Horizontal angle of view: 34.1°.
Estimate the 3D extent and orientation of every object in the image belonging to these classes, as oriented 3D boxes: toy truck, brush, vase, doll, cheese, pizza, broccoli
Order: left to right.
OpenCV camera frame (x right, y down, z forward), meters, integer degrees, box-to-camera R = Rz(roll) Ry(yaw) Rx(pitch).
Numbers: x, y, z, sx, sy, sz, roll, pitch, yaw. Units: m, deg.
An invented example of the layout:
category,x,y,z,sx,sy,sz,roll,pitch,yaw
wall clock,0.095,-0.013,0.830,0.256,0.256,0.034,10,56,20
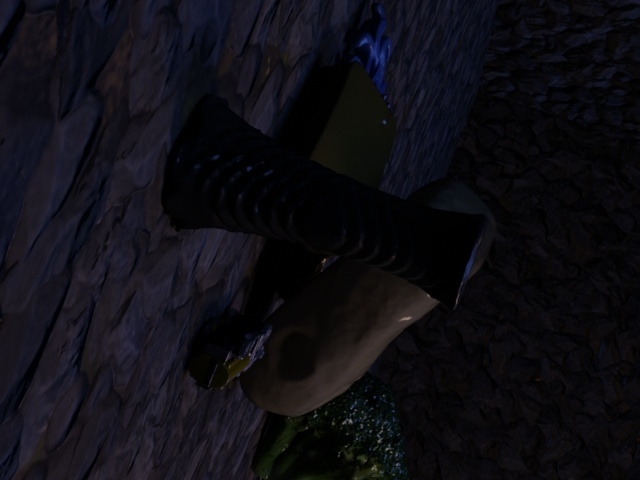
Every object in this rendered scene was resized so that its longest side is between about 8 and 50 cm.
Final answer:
category,x,y,z,sx,sy,sz,roll,pitch,yaw
toy truck,-0.095,0.114,1.084,0.123,0.052,0.063,-26,139,-76
pizza,0.000,0.000,1.420,0.185,0.052,0.195,-17,126,-83
vase,0.007,-0.023,0.811,0.115,0.237,0.115,19,90,-80
brush,0.014,-0.091,1.145,0.123,0.059,0.197,53,49,-42
broccoli,0.021,0.323,1.685,0.245,0.265,0.294,-41,130,6
doll,0.051,-0.192,1.275,0.110,0.067,0.206,30,70,-54
cheese,0.076,0.063,1.311,0.351,0.129,0.328,-45,173,32

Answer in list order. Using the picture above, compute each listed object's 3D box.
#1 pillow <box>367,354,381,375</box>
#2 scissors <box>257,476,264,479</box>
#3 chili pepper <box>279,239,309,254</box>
category,x,y,z,sx,sy,sz,roll,pitch,yaw
pillow,0.058,0.263,2.128,0.186,0.106,0.250,-67,171,28
scissors,-0.070,0.364,1.862,0.220,0.017,0.088,-62,166,-46
chili pepper,0.018,-0.078,1.322,0.122,0.065,0.279,65,35,-48
